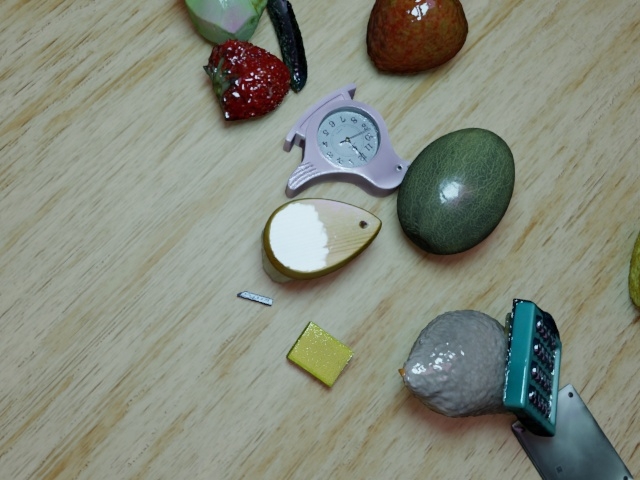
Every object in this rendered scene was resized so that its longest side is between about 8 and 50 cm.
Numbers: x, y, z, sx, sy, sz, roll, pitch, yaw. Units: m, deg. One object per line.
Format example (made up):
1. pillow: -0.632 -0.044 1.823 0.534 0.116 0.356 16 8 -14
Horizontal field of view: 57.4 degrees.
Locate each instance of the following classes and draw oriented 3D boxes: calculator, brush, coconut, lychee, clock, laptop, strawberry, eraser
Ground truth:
1. calculator: 0.465 0.272 1.257 0.058 0.274 0.249 -3 60 35
2. brush: 0.000 0.000 1.303 0.266 0.166 0.174 -9 79 -8
3. coconut: -0.221 -0.577 1.347 0.204 0.236 0.236 37 78 4
4. lychee: 0.243 -0.525 1.385 0.300 0.255 0.255 -29 83 25
5. clock: 0.043 -0.189 1.386 0.290 0.080 0.275 -38 86 -11
6. laptop: 0.585 0.495 1.354 0.187 0.015 0.269 -31 84 -11
7. strawberry: -0.159 -0.372 1.353 0.201 0.187 0.184 -16 117 -24
8. eraser: 0.000 0.256 1.318 0.122 0.045 0.097 34 78 -1

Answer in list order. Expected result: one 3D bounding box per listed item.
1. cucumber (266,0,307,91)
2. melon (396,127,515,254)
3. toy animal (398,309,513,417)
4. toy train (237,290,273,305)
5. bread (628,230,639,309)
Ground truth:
1. cucumber: -0.072 -0.480 1.437 0.067 0.067 0.245 -15 84 -9
2. melon: 0.308 -0.113 1.320 0.237 0.237 0.302 36 78 1
3. toy animal: 0.308 0.263 1.265 0.358 0.188 0.227 10 78 -38
4. toy train: -0.150 0.130 1.338 0.083 0.017 0.017 17 76 -3
5. bread: 0.824 0.075 1.397 0.160 0.147 0.261 9 75 4
